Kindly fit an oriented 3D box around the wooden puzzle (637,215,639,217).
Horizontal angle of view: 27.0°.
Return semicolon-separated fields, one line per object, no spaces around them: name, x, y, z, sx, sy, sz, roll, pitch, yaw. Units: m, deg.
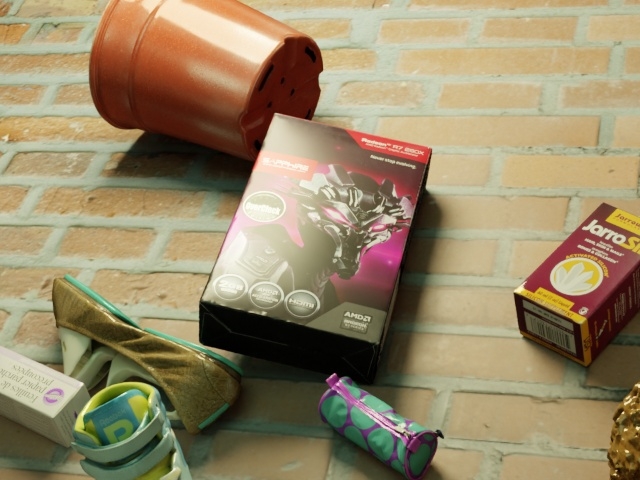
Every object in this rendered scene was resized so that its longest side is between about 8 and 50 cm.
wooden puzzle;0.455;-0.017;1.722;0.116;0.014;0.079;-11;38;6

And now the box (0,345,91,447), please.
box;-0.434;0.177;1.747;0.324;0.067;0.063;18;52;32

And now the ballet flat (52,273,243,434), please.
ballet flat;-0.250;0.153;1.703;0.342;0.116;0.124;25;75;31

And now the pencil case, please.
pencil case;0.067;0.216;1.550;0.151;0.070;0.064;28;58;38

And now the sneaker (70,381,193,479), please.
sneaker;-0.185;0.286;1.451;0.127;0.208;0.319;-27;44;-14

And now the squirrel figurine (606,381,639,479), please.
squirrel figurine;0.500;0.228;1.315;0.397;0.281;0.370;-40;56;-5

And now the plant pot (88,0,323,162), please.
plant pot;-0.156;-0.251;1.990;0.265;0.272;0.272;24;55;25

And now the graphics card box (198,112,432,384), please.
graphics card box;0.000;0.000;1.744;0.232;0.094;0.371;14;49;6

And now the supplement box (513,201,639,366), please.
supplement box;0.337;0.051;1.634;0.104;0.081;0.188;27;57;37
